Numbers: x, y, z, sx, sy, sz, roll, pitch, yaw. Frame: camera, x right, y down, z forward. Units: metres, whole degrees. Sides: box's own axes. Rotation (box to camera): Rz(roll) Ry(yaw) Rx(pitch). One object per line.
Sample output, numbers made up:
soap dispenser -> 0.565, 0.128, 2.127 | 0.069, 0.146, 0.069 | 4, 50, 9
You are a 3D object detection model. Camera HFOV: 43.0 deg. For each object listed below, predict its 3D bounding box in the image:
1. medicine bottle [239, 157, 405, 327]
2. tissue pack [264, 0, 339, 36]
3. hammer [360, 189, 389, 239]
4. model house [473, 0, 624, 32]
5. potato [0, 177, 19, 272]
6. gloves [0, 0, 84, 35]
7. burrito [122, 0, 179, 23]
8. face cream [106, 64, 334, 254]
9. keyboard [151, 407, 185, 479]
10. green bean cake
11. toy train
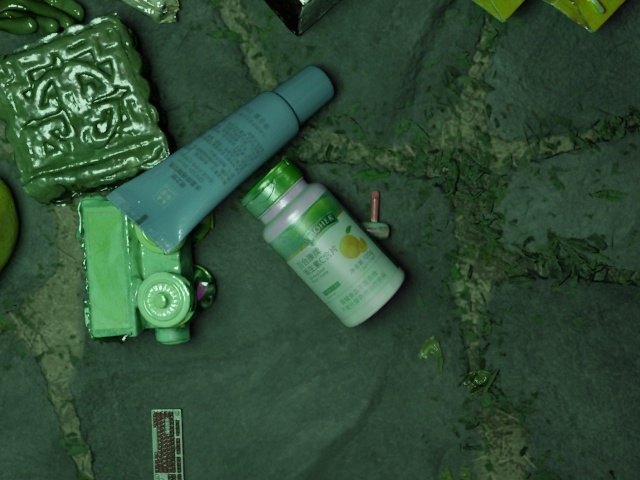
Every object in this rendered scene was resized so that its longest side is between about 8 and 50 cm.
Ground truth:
medicine bottle -> 0.000, 0.000, 1.299 | 0.133, 0.133, 0.274 | -43, 94, 2
tissue pack -> -0.075, -0.512, 1.220 | 0.198, 0.210, 0.370 | -41, 93, -4
hammer -> 0.090, -0.042, 1.352 | 0.052, 0.031, 0.083 | 4, 84, -5
model house -> 0.335, -0.443, 1.171 | 0.323, 0.340, 0.300 | 41, 94, -8
potato -> -0.574, 0.003, 1.282 | 0.169, 0.143, 0.248 | 22, 89, -41
gloves -> -0.504, -0.386, 1.263 | 0.268, 0.107, 0.135 | 17, 111, -11
burrito -> -0.306, -0.411, 1.300 | 0.188, 0.045, 0.058 | 34, 119, -6
face cream -> -0.133, -0.139, 1.240 | 0.135, 0.086, 0.385 | 41, 67, 18
keyboard -> -0.258, 0.368, 1.381 | 0.055, 0.017, 0.166 | -1, 95, -1
green bean cake -> -0.372, -0.198, 1.277 | 0.241, 0.132, 0.255 | -17, 95, -4
toy train -> -0.274, 0.033, 1.288 | 0.188, 0.159, 0.272 | -3, 95, 9
